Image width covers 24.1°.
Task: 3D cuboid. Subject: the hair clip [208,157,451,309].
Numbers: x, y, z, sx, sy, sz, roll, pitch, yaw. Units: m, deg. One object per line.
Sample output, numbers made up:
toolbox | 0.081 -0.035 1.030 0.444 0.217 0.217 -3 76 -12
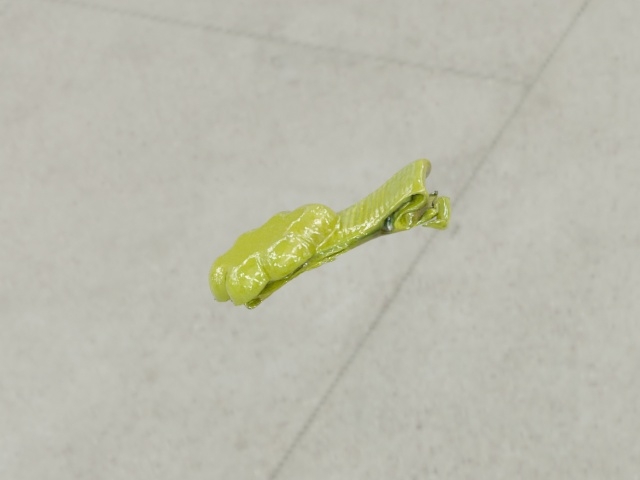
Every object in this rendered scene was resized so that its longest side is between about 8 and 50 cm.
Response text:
hair clip | 0.000 0.000 0.995 0.173 0.046 0.072 -20 26 19
